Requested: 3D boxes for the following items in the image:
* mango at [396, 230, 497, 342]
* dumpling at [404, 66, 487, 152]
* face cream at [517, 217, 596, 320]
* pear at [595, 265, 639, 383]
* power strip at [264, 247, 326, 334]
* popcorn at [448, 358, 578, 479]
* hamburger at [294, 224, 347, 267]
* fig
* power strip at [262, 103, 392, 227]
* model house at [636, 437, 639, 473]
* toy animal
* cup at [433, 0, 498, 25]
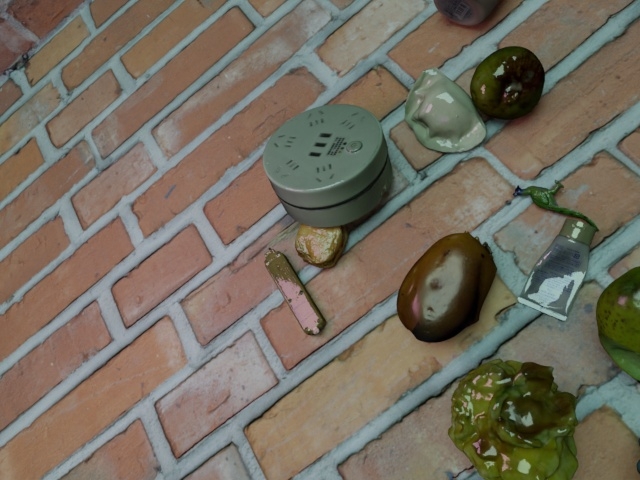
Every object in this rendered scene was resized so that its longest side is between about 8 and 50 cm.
[{"bbox_3d":[0.300,0.110,1.263,0.201,0.152,0.287,28,85,21],"label":"mango"},{"bbox_3d":[0.332,-0.337,1.453,0.179,0.131,0.252,-45,80,24],"label":"dumpling"},{"bbox_3d":[0.556,0.063,1.230,0.114,0.070,0.224,25,94,29],"label":"face cream"},{"bbox_3d":[0.637,0.168,0.986,0.292,0.292,0.159,32,78,30],"label":"pear"},{"bbox_3d":[-0.076,0.138,1.477,0.064,0.044,0.305,-38,62,7],"label":"power strip"},{"bbox_3d":[0.394,0.370,1.071,0.258,0.224,0.270,10,96,63],"label":"popcorn"},{"bbox_3d":[0.000,0.000,1.474,0.138,0.083,0.147,23,82,25],"label":"hamburger"},{"bbox_3d":[0.483,-0.414,1.375,0.181,0.181,0.191,-1,41,23],"label":"fig"},{"bbox_3d":[0.010,-0.212,1.458,0.357,0.161,0.357,-10,51,13],"label":"power strip"},{"bbox_3d":[0.796,0.448,0.876,0.360,0.297,0.339,-37,91,6],"label":"model house"},{"bbox_3d":[0.580,-0.100,1.281,0.217,0.041,0.075,29,102,28],"label":"toy animal"},{"bbox_3d":[0.421,-0.749,1.537,0.200,0.191,0.253,-60,31,-3],"label":"cup"}]
